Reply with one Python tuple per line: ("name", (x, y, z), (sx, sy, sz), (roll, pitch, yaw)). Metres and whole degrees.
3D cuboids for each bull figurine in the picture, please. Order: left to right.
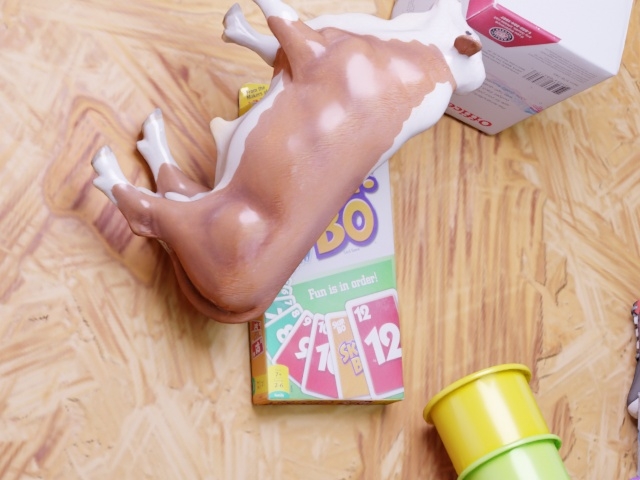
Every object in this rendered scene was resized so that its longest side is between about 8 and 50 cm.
("bull figurine", (-0.020, -0.090, 1.210), (0.188, 0.101, 0.310), (38, 83, 4))

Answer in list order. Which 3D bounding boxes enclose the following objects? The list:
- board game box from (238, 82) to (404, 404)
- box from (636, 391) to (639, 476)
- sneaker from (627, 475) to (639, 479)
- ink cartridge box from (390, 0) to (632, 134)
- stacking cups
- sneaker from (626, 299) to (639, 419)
("board game box", (0.000, 0.000, 1.291), (0.124, 0.039, 0.259), (3, 74, -29))
("box", (0.330, 0.143, 1.420), (0.137, 0.027, 0.094), (-29, 128, -31))
("sneaker", (0.233, 0.292, 1.307), (0.104, 0.095, 0.236), (38, 62, -33))
("ink cartridge box", (0.153, -0.187, 1.338), (0.128, 0.176, 0.127), (25, 65, -23))
("stacking cups", (0.175, 0.252, 1.231), (0.096, 0.096, 0.316), (-4, 59, -30))
("sneaker", (0.302, 0.083, 1.437), (0.158, 0.065, 0.061), (-61, 149, -9))
